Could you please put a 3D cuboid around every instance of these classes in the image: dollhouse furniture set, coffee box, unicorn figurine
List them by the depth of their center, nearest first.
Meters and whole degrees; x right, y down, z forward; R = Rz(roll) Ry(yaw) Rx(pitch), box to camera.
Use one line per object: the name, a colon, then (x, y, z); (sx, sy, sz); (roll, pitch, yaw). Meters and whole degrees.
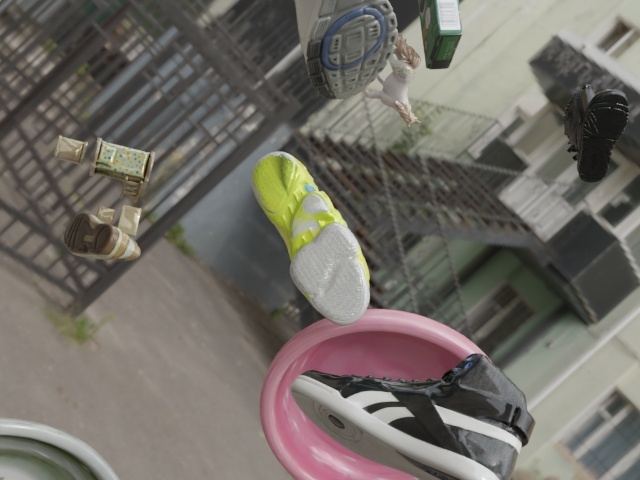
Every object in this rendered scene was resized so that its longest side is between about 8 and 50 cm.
coffee box: (0.177, -0.367, 1.457); (0.113, 0.040, 0.184); (102, -16, -72)
unicorn figurine: (0.115, -0.245, 1.508); (0.111, 0.060, 0.162); (38, -27, 11)
dollhouse furniture set: (-0.421, -0.105, 1.818); (0.181, 0.161, 0.101); (13, -10, -13)

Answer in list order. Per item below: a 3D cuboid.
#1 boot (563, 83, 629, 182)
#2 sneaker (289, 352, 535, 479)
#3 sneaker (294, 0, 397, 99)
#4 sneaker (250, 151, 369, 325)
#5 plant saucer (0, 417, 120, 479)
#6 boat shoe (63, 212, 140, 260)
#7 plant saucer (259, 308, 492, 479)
boot: (0.296, -0.134, 1.046); (0.099, 0.045, 0.121); (-86, 178, -48)
sneaker: (0.088, 0.143, 0.866); (0.216, 0.121, 0.079); (22, -31, 30)
sneaker: (0.014, -0.298, 1.090); (0.129, 0.111, 0.297); (-117, -164, -48)
sneaker: (0.000, 0.000, 1.209); (0.240, 0.091, 0.126); (64, 7, 16)
plant saucer: (-0.464, 0.398, 1.319); (0.400, 0.400, 0.100); (47, 1, -31)
boat shoe: (-0.337, 0.005, 1.494); (0.072, 0.068, 0.190); (27, -4, -34)
plant saucer: (0.087, 0.221, 1.288); (0.332, 0.332, 0.084); (47, 27, -16)
